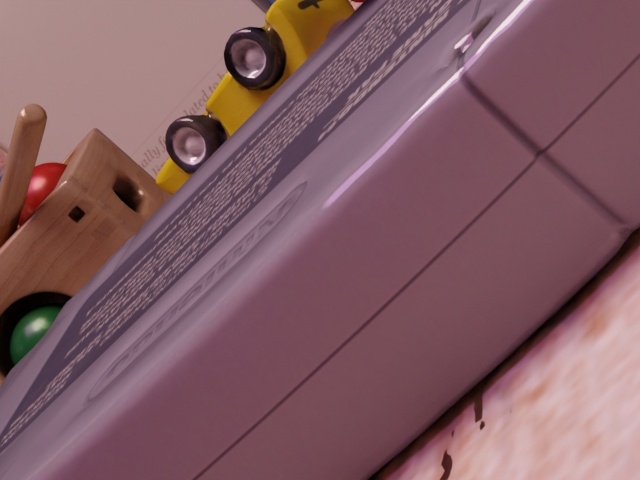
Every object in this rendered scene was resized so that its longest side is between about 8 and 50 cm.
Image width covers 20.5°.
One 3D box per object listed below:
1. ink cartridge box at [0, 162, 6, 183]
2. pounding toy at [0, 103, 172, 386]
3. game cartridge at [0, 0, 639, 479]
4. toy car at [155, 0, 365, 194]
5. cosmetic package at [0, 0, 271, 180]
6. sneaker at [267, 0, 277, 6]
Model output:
[{"bbox_3d":[-0.175,-0.037,1.204,0.139,0.082,0.190,-36,14,47],"label":"ink cartridge box"},{"bbox_3d":[-0.113,0.012,0.720,0.130,0.100,0.141,-47,10,10],"label":"pounding toy"},{"bbox_3d":[0.000,0.000,0.445,0.297,0.062,0.198,-43,16,26],"label":"game cartridge"},{"bbox_3d":[0.045,-0.114,0.612,0.225,0.053,0.239,-43,-10,-25],"label":"toy car"},{"bbox_3d":[-0.107,-0.109,0.999,0.151,0.151,0.183,-47,10,9],"label":"cosmetic package"},{"bbox_3d":[0.056,-0.162,0.767,0.211,0.081,0.080,-30,-10,1],"label":"sneaker"}]
